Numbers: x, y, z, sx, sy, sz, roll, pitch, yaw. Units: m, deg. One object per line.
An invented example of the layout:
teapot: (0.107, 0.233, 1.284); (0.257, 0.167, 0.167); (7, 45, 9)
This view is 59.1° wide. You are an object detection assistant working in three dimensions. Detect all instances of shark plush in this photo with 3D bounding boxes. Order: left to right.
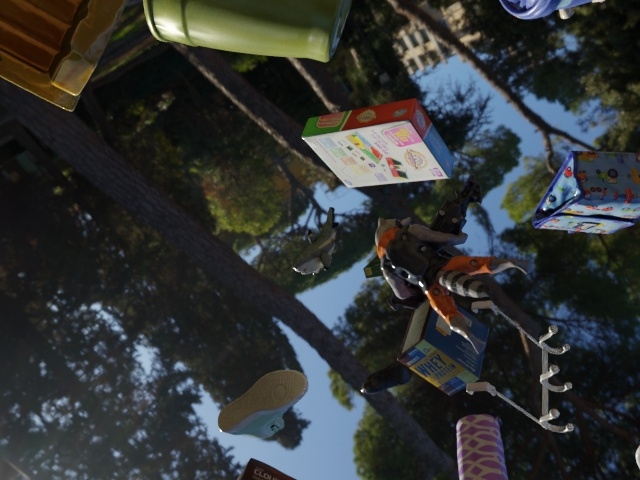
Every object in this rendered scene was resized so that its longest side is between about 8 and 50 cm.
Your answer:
shark plush: (0.000, 0.000, 1.184); (0.161, 0.067, 0.073); (-64, -165, -9)

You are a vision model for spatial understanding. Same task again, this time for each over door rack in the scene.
over door rack: (0.517, 0.313, 1.405); (0.108, 0.324, 0.240); (-33, -145, 49)

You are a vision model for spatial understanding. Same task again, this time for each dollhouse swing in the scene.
dollhouse swing: (-0.326, -0.357, 0.622); (0.347, 0.315, 0.305); (-61, -164, 4)

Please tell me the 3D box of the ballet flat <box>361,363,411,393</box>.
ballet flat: (0.170, 0.350, 1.436); (0.173, 0.058, 0.049); (-2, 152, -42)

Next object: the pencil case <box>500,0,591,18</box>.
pencil case: (0.326, -0.337, 0.625); (0.305, 0.120, 0.133); (-20, -147, -15)

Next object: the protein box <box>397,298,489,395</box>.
protein box: (0.365, 0.303, 1.667); (0.136, 0.199, 0.201); (-50, -173, 44)

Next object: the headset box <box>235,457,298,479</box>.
headset box: (-0.139, 0.533, 0.937); (0.218, 0.110, 0.293); (-61, -176, 25)

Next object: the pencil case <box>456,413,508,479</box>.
pencil case: (0.292, 0.414, 1.012); (0.086, 0.088, 0.206); (-8, -143, 16)

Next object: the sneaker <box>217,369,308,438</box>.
sneaker: (-0.109, 0.402, 1.379); (0.255, 0.151, 0.094); (-32, -129, 18)

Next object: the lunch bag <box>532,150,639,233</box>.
lunch bag: (0.701, -0.097, 1.458); (0.220, 0.293, 0.138); (2, -114, -1)

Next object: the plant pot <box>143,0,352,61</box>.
plant pot: (-0.110, -0.525, 1.126); (0.366, 0.352, 0.367); (-161, -90, -90)

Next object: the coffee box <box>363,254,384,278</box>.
coffee box: (0.224, 0.078, 1.908); (0.113, 0.041, 0.184); (-11, -171, 23)

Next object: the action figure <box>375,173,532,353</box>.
action figure: (0.252, 0.018, 1.158); (0.330, 0.178, 0.342); (29, -83, 38)

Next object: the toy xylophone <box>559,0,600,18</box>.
toy xylophone: (0.522, -0.606, 1.127); (0.236, 0.323, 0.081); (-39, -148, 6)

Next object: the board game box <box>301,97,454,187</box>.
board game box: (0.147, -0.236, 1.440); (0.316, 0.242, 0.064); (-1, -120, 37)

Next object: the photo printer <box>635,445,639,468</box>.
photo printer: (0.803, 0.371, 1.098); (0.307, 0.107, 0.256); (-28, -165, -37)
